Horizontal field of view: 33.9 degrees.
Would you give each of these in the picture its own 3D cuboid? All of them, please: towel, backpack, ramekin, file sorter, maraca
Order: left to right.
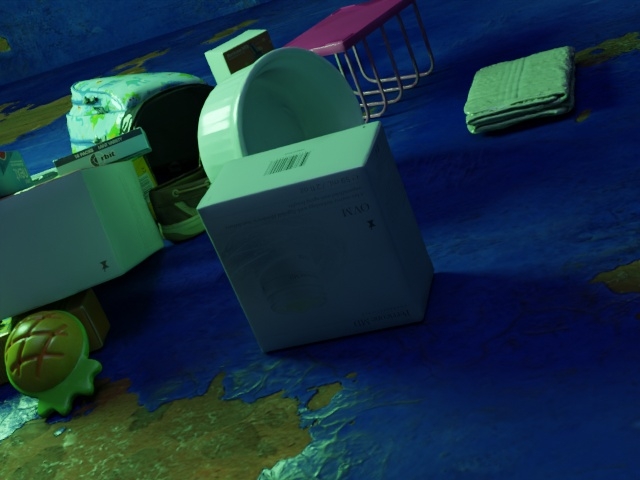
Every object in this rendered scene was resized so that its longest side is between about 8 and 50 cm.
[{"bbox_3d":[-0.374,0.169,1.465,0.127,0.099,0.186,-43,50,-4],"label":"maraca"},{"bbox_3d":[-0.387,-0.246,2.239,0.290,0.273,0.355,-23,5,-37],"label":"backpack"},{"bbox_3d":[-0.067,-0.165,1.717,0.135,0.277,0.277,-8,25,46],"label":"ramekin"},{"bbox_3d":[0.072,-0.352,2.114,0.202,0.182,0.291,-3,28,40],"label":"file sorter"},{"bbox_3d":[0.353,-0.264,1.839,0.187,0.049,0.282,-11,24,21],"label":"towel"}]

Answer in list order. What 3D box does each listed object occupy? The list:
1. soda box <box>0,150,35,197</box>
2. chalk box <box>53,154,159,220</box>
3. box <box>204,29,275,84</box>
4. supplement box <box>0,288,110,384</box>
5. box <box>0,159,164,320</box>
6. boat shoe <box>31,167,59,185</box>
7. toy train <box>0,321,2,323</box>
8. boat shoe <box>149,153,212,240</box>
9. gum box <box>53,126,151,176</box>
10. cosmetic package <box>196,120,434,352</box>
[{"bbox_3d":[-0.504,-0.092,1.596,0.067,0.071,0.210,-22,5,2],"label":"soda box"},{"bbox_3d":[-0.416,-0.089,2.031,0.132,0.132,0.213,-35,25,-29],"label":"chalk box"},{"bbox_3d":[-0.162,-0.376,2.392,0.130,0.170,0.091,-33,25,-23],"label":"box"},{"bbox_3d":[-0.441,0.153,1.583,0.233,0.080,0.078,-22,20,6],"label":"supplement box"},{"bbox_3d":[-0.403,-0.009,1.676,0.215,0.168,0.345,-20,6,4],"label":"box"},{"bbox_3d":[-0.595,-0.066,2.140,0.158,0.127,0.340,-5,25,47],"label":"boat shoe"},{"bbox_3d":[-0.509,0.136,1.561,0.024,0.017,0.083,15,41,41],"label":"toy train"},{"bbox_3d":[-0.168,-0.131,1.910,0.342,0.123,0.123,-35,26,-28],"label":"boat shoe"},{"bbox_3d":[-0.377,-0.149,1.841,0.157,0.041,0.184,-22,5,-6],"label":"gum box"},{"bbox_3d":[0.000,0.000,1.332,0.224,0.224,0.138,-14,26,20],"label":"cosmetic package"}]
